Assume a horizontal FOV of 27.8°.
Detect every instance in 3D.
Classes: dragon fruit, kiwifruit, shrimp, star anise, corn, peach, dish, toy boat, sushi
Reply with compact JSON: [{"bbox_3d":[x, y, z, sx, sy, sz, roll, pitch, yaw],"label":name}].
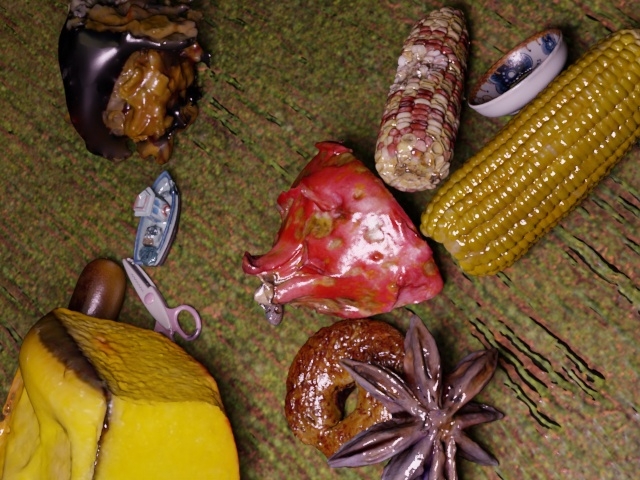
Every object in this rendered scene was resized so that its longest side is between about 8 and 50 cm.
[{"bbox_3d":[0.000,0.000,1.565,0.211,0.134,0.262,-41,49,-6],"label":"dragon fruit"},{"bbox_3d":[-0.309,0.084,1.785,0.075,0.075,0.124,8,77,33],"label":"kiwifruit"},{"bbox_3d":[-0.062,0.067,1.674,0.038,0.029,0.092,-7,60,37],"label":"shrimp"},{"bbox_3d":[0.112,0.204,1.440,0.229,0.093,0.236,-16,92,-14],"label":"star anise"},{"bbox_3d":[0.131,-0.181,1.588,0.098,0.098,0.290,-9,47,27],"label":"corn"},{"bbox_3d":[-0.253,0.275,1.569,0.306,0.242,0.380,-5,79,52],"label":"peach"},{"bbox_3d":[0.267,-0.103,1.490,0.344,0.131,0.131,-46,54,6],"label":"corn"},{"bbox_3d":[0.257,-0.183,1.571,0.141,0.078,0.141,-38,17,14],"label":"dish"},{"bbox_3d":[-0.232,-0.032,1.794,0.059,0.066,0.140,2,69,35],"label":"toy boat"},{"bbox_3d":[-0.263,-0.236,1.828,0.200,0.204,0.213,11,40,8],"label":"sushi"}]

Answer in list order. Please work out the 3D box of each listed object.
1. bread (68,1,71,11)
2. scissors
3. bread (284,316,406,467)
[{"bbox_3d":[-0.334,-0.351,2.025,0.084,0.080,0.109,27,49,36],"label":"bread"},{"bbox_3d":[-0.226,0.085,1.765,0.085,0.022,0.176,-44,57,11],"label":"scissors"},{"bbox_3d":[0.039,0.177,1.543,0.193,0.064,0.193,-11,67,28],"label":"bread"}]
